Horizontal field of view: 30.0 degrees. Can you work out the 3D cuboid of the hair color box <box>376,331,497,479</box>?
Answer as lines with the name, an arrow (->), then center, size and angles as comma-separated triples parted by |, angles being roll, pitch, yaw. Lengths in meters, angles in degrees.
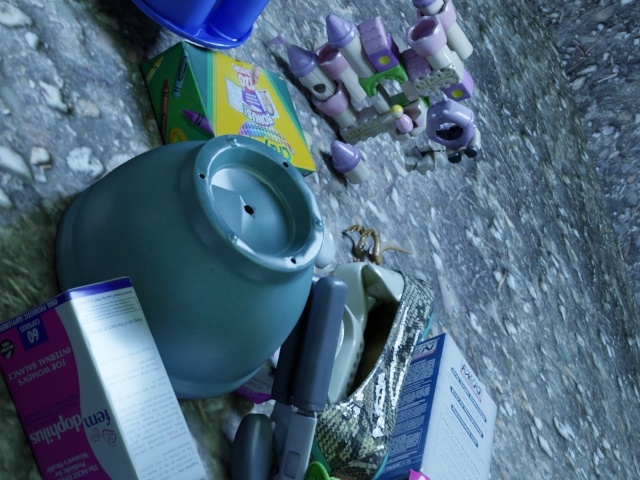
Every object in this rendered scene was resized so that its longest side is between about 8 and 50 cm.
hair color box -> 0.176, 0.317, 1.840 | 0.174, 0.105, 0.347 | 56, 27, -20

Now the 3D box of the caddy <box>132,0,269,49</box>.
caddy -> -0.202, -0.420, 1.673 | 0.241, 0.179, 0.341 | -7, 58, -50

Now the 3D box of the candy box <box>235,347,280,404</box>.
candy box -> -0.108, 0.074, 1.538 | 0.159, 0.071, 0.233 | 38, 36, -45

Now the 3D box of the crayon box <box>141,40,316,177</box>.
crayon box -> -0.126, -0.171, 1.713 | 0.278, 0.081, 0.165 | 7, 61, -62

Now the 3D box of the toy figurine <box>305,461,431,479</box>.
toy figurine -> 0.065, 0.329, 1.465 | 0.173, 0.159, 0.130 | 157, -70, -72

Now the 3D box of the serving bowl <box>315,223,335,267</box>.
serving bowl -> 0.000, 0.000, 1.873 | 0.083, 0.027, 0.083 | 46, 30, -37

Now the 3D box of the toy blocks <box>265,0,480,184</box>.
toy blocks -> 0.094, -0.290, 2.024 | 0.260, 0.288, 0.309 | 49, 32, -39

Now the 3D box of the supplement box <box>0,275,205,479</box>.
supplement box -> -0.221, 0.162, 1.186 | 0.114, 0.111, 0.220 | -14, 80, -65

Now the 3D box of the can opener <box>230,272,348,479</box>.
can opener -> -0.040, 0.177, 1.440 | 0.095, 0.076, 0.284 | 13, 88, -48

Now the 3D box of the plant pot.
plant pot -> -0.120, 0.004, 1.333 | 0.293, 0.196, 0.293 | 25, 46, -28

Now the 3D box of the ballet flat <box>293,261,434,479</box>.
ballet flat -> 0.055, 0.140, 1.693 | 0.182, 0.164, 0.483 | 60, 28, -22

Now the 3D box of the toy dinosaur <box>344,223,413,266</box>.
toy dinosaur -> 0.086, 0.025, 2.004 | 0.211, 0.064, 0.112 | -52, 133, -53
